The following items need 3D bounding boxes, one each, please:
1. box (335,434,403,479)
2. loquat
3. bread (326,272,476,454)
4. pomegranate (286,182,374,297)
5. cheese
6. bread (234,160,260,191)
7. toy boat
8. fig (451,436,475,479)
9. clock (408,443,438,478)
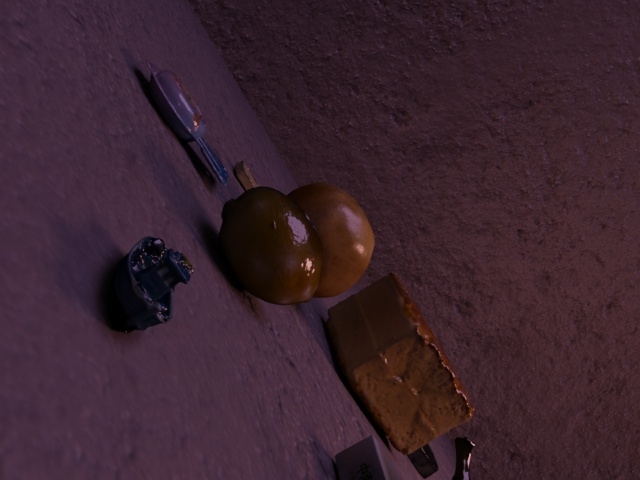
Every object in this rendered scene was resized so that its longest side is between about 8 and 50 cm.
[{"bbox_3d":[0.113,0.403,0.847,0.243,0.067,0.155,58,7,-23],"label":"box"},{"bbox_3d":[-0.068,0.012,0.922,0.195,0.152,0.152,49,8,-16],"label":"loquat"},{"bbox_3d":[0.167,0.267,1.393,0.279,0.207,0.279,58,6,-26],"label":"bread"},{"bbox_3d":[-0.006,-0.002,1.231,0.233,0.233,0.233,59,5,-8],"label":"pomegranate"},{"bbox_3d":[-0.229,-0.206,1.097,0.245,0.052,0.135,58,5,-16],"label":"cheese"},{"bbox_3d":[-0.151,-0.110,1.466,0.154,0.028,0.068,58,5,-27],"label":"bread"},{"bbox_3d":[-0.140,0.033,0.532,0.060,0.060,0.137,58,6,-19],"label":"toy boat"},{"bbox_3d":[0.132,0.338,0.685,0.170,0.145,0.274,52,40,-23],"label":"fig"},{"bbox_3d":[0.235,0.503,1.624,0.215,0.041,0.215,59,5,-9],"label":"clock"}]
